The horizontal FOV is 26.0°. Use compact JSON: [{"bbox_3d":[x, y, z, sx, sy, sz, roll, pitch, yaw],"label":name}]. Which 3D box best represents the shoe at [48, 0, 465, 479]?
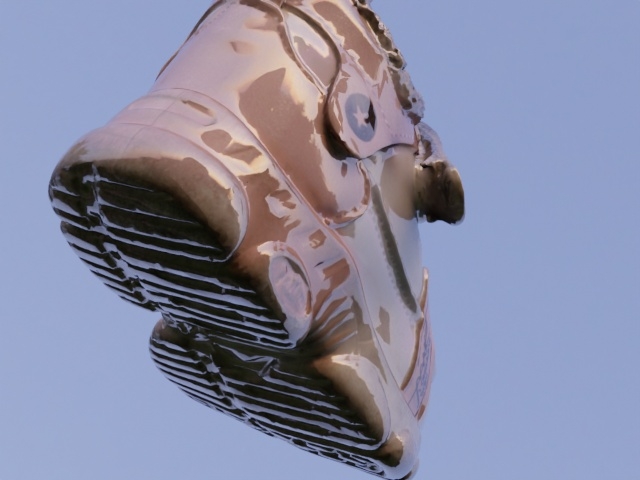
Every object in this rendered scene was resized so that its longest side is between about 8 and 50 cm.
[{"bbox_3d":[0.003,0.001,0.807,0.172,0.198,0.351,20,-24,27],"label":"shoe"}]
